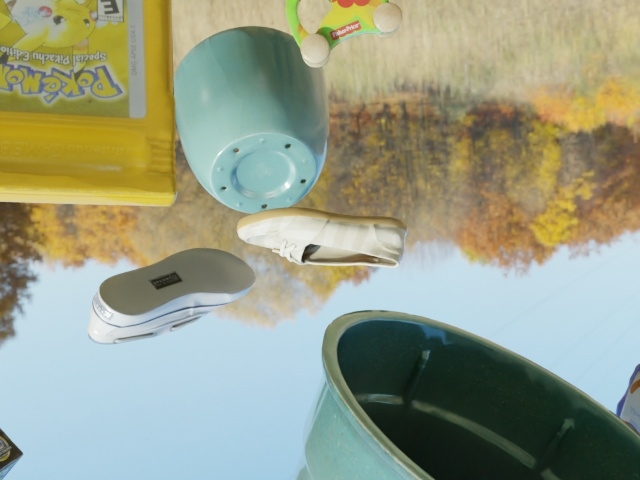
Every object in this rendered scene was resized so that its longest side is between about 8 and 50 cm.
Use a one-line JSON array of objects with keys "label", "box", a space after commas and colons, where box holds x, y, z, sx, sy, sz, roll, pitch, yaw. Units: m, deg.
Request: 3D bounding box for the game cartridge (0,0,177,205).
[{"label": "game cartridge", "box": [-0.315, -0.199, 0.947, 0.285, 0.324, 0.053, 1, 158, -18]}]

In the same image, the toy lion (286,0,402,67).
[{"label": "toy lion", "box": [0.017, -0.200, 0.643, 0.100, 0.096, 0.034, -23, -177, 4]}]

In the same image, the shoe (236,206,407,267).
[{"label": "shoe", "box": [0.000, 0.000, 1.016, 0.218, 0.058, 0.076, 3, 157, 5]}]

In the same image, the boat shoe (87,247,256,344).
[{"label": "boat shoe", "box": [-0.200, 0.076, 1.081, 0.258, 0.084, 0.095, -9, -128, -46]}]

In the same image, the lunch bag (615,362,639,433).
[{"label": "lunch bag", "box": [0.471, 0.337, 0.850, 0.238, 0.386, 0.328, -20, -169, 2]}]

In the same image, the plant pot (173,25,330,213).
[{"label": "plant pot", "box": [-0.115, -0.190, 1.427, 0.292, 0.293, 0.235, -7, -133, -6]}]

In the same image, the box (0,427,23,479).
[{"label": "box", "box": [-0.516, 0.367, 0.981, 0.270, 0.060, 0.216, -48, 175, 20]}]

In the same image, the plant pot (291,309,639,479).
[{"label": "plant pot", "box": [0.092, 0.290, 0.681, 0.341, 0.334, 0.341, 22, -164, -7]}]
